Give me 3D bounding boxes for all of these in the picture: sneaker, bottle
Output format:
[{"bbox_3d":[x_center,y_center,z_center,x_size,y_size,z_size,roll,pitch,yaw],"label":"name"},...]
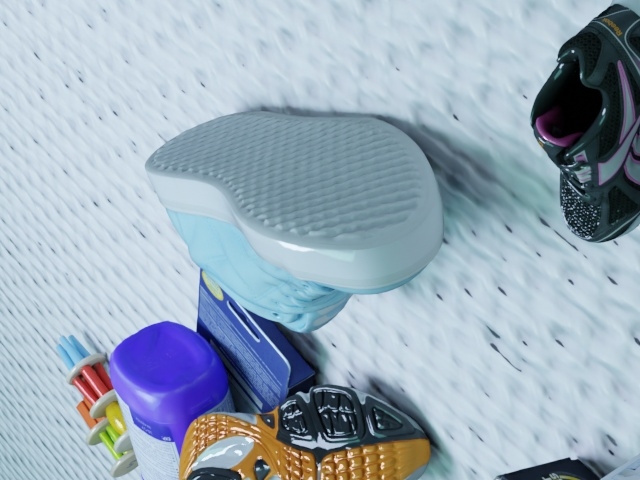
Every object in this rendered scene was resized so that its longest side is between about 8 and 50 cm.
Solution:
[{"bbox_3d":[0.000,0.000,1.274,0.150,0.135,0.366,62,165,-22],"label":"sneaker"},{"bbox_3d":[-0.119,0.211,1.662,0.118,0.092,0.283,35,147,45],"label":"bottle"},{"bbox_3d":[0.005,0.179,1.498,0.262,0.121,0.099,-8,75,44],"label":"sneaker"},{"bbox_3d":[0.145,-0.063,0.969,0.072,0.077,0.178,44,151,34],"label":"sneaker"}]

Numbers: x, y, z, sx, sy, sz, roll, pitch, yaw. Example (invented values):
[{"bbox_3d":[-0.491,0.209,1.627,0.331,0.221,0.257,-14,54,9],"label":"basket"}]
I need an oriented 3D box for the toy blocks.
[{"bbox_3d":[-0.255,0.185,2.021,0.148,0.054,0.123,51,153,19],"label":"toy blocks"}]

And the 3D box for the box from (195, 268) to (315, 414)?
[{"bbox_3d":[-0.063,0.115,1.601,0.136,0.036,0.225,49,155,23],"label":"box"}]

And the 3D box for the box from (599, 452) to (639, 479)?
[{"bbox_3d":[0.210,0.177,0.952,0.103,0.203,0.114,16,129,56],"label":"box"}]

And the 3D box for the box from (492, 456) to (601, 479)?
[{"bbox_3d":[0.176,0.397,1.193,0.318,0.097,0.395,42,123,35],"label":"box"}]
